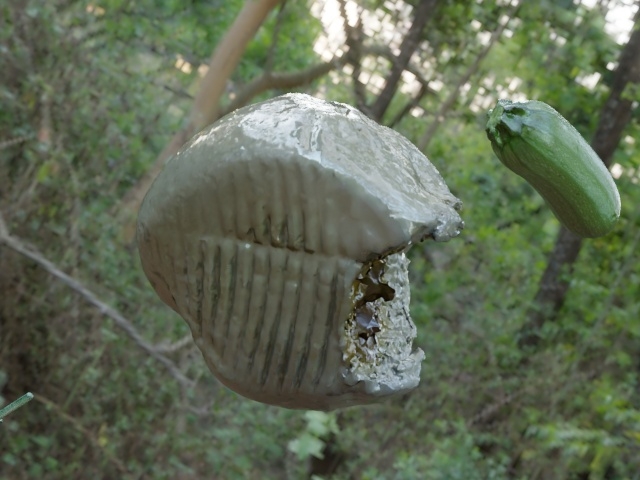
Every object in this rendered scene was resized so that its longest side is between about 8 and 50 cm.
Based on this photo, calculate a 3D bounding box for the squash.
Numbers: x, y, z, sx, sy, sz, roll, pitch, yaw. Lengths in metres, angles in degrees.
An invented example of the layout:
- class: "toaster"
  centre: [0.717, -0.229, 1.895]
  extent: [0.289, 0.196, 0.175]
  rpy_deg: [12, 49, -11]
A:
- class: "squash"
  centre: [0.235, -0.073, 1.155]
  extent: [0.219, 0.077, 0.068]
  rpy_deg: [36, 14, -39]

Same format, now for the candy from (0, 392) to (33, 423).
- class: "candy"
  centre: [-0.367, 0.200, 1.270]
  extent: [0.060, 0.060, 0.201]
  rpy_deg: [30, -42, -32]

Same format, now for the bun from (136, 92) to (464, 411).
- class: "bun"
  centre: [-0.015, -0.001, 0.988]
  extent: [0.281, 0.281, 0.205]
  rpy_deg: [29, 29, 3]
